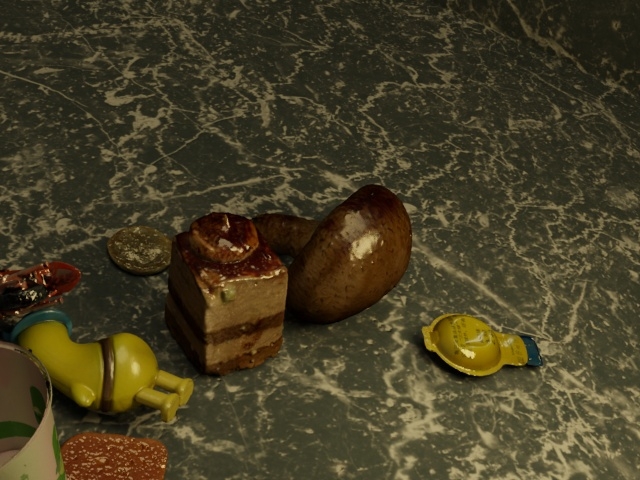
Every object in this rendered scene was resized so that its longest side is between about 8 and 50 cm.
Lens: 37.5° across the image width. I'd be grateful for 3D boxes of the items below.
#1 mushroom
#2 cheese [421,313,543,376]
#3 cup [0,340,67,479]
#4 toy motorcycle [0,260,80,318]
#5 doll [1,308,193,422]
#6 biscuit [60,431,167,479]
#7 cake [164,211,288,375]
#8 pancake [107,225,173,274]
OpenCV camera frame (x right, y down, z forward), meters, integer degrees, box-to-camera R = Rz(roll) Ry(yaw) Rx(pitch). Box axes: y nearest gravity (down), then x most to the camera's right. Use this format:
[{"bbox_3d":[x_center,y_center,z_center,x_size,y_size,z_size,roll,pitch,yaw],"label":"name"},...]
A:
[{"bbox_3d":[0.019,-0.003,1.986,0.331,0.334,0.356,-21,61,-36],"label":"mushroom"},{"bbox_3d":[0.345,0.223,2.000,0.270,0.069,0.177,7,41,-14],"label":"cheese"},{"bbox_3d":[-0.502,0.328,1.417,0.253,0.274,0.253,-1,43,1],"label":"cup"},{"bbox_3d":[-0.589,0.098,1.744,0.298,0.089,0.171,-10,7,36],"label":"toy motorcycle"},{"bbox_3d":[-0.414,0.223,1.697,0.363,0.145,0.199,19,25,10],"label":"doll"},{"bbox_3d":[-0.359,0.408,1.577,0.192,0.036,0.186,8,42,-9],"label":"biscuit"},{"bbox_3d":[-0.175,0.088,1.818,0.196,0.293,0.199,-12,42,-29],"label":"cake"},{"bbox_3d":[-0.384,0.020,2.037,0.151,0.025,0.152,9,39,-7],"label":"pancake"}]
